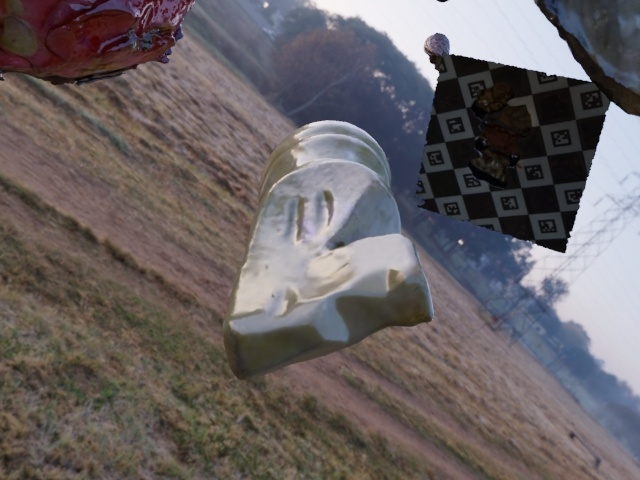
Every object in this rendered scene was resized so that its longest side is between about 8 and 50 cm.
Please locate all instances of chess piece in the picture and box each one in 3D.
[{"bbox_3d":[0.000,0.000,0.459,0.137,0.137,0.301,44,17,-14],"label":"chess piece"}]

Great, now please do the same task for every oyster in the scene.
[{"bbox_3d":[0.314,-0.261,0.675,0.341,0.110,0.166,49,36,-15],"label":"oyster"}]

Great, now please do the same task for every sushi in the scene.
[{"bbox_3d":[0.293,-0.142,0.948,0.264,0.290,0.050,19,42,21],"label":"sushi"}]

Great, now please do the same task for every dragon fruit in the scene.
[{"bbox_3d":[-0.188,-0.222,0.443,0.163,0.262,0.189,43,-29,17],"label":"dragon fruit"}]

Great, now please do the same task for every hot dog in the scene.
[{"bbox_3d":[0.216,-0.344,1.104,0.058,0.035,0.083,45,41,-30],"label":"hot dog"}]

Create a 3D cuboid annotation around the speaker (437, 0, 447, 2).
[{"bbox_3d":[0.250,-0.516,1.162,0.060,0.075,0.094,35,-30,48],"label":"speaker"}]
